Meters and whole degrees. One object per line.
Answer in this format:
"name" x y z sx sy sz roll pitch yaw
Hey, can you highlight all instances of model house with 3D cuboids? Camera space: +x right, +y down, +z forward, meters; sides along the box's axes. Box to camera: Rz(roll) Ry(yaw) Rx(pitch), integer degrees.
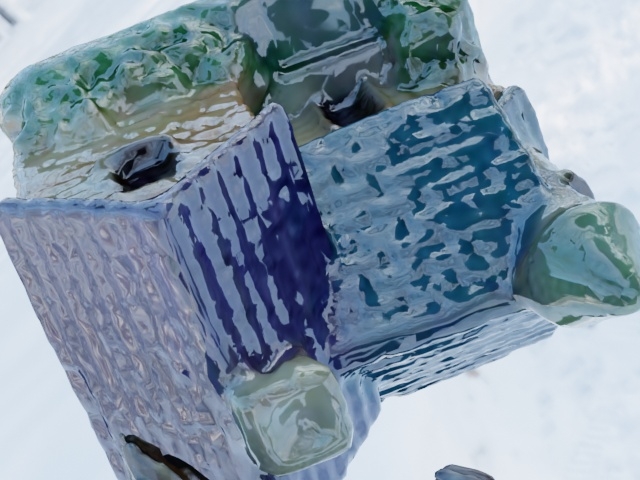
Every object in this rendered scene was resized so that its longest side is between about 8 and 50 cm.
"model house" 0.000 0.000 0.727 0.312 0.245 0.280 -19 24 -5

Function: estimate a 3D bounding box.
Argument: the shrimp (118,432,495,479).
"shrimp" 0.061 0.172 0.537 0.071 0.365 0.233 -32 -25 -47
